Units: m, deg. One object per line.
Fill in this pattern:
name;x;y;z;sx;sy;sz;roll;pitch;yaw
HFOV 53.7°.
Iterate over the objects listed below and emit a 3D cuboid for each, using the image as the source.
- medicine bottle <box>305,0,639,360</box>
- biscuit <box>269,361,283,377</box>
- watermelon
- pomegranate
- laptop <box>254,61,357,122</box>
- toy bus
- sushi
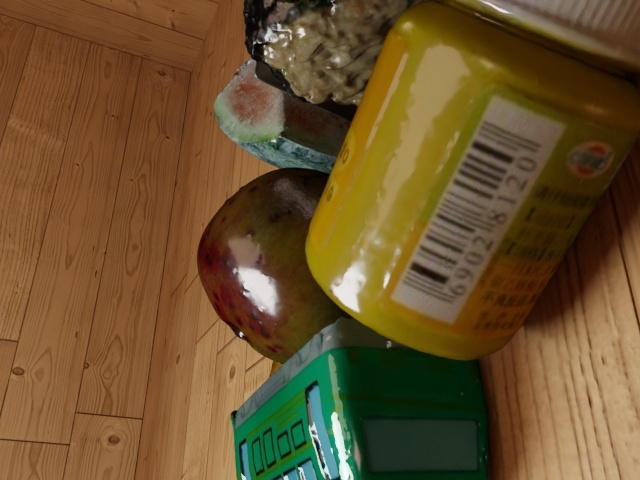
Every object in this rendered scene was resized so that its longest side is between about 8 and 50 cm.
medicine bottle;0.148;-0.109;0.544;0.224;0.225;0.384;-114;41;-57
biscuit;-0.046;0.196;1.121;0.118;0.029;0.246;25;101;61
watermelon;-0.028;-0.249;1.107;0.258;0.229;0.387;-65;29;9
pomegranate;-0.004;0.020;0.862;0.323;0.291;0.291;-40;-6;-40
laptop;0.033;-0.255;0.858;0.015;0.269;0.187;-6;72;51
toy bus;0.029;0.235;0.712;0.343;0.184;0.199;129;141;-50
sushi;0.088;-0.265;0.678;0.211;0.351;0.170;59;-164;-64
